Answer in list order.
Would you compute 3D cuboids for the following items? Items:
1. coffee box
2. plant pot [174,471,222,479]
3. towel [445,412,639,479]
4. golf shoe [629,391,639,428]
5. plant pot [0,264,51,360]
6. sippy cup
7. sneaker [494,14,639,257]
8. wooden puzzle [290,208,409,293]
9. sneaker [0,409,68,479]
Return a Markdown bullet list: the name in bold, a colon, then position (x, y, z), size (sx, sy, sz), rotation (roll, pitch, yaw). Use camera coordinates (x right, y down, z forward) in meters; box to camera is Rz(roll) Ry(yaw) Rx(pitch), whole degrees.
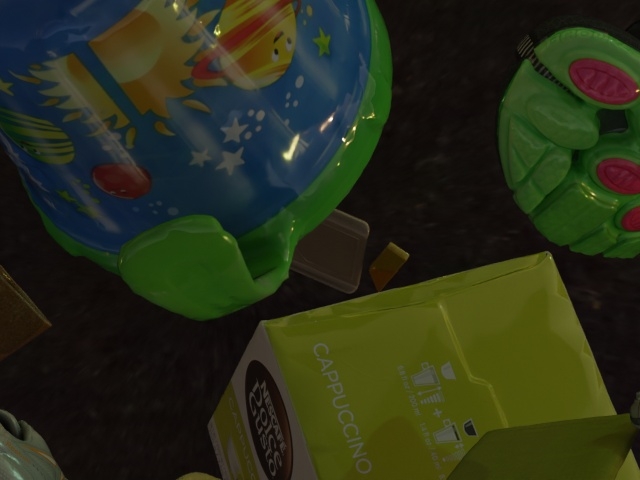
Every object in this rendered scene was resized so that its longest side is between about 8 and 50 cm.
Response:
- **coffee box**: position (0.106, 0.255, 1.816), size (0.338, 0.334, 0.337), rotation (-13, 69, -20)
- **plant pot**: position (-0.150, 0.358, 1.318), size (0.254, 0.276, 0.276), rotation (-28, 91, 15)
- **towel**: position (0.112, 0.142, 0.932), size (0.102, 0.237, 0.021), rotation (-8, 99, 20)
- **golf shoe**: position (0.258, 0.116, 1.009), size (0.176, 0.069, 0.086), rotation (-11, 89, -32)
- **plant pot**: position (-0.343, 0.052, 1.072), size (0.254, 0.237, 0.237), rotation (-43, 92, -8)
- **sippy cup**: position (-0.104, -0.123, 0.909), size (0.305, 0.224, 0.240), rotation (33, 82, 31)
- **sneaker**: position (0.275, -0.102, 1.458), size (0.185, 0.483, 0.202), rotation (-33, 64, 23)
- **wooden puzzle**: position (0.000, 0.000, 1.138), size (0.116, 0.078, 0.014), rotation (27, 53, 4)
- **sneaker**: position (-0.244, 0.199, 1.397), size (0.099, 0.262, 0.121), rotation (-22, 78, -7)
